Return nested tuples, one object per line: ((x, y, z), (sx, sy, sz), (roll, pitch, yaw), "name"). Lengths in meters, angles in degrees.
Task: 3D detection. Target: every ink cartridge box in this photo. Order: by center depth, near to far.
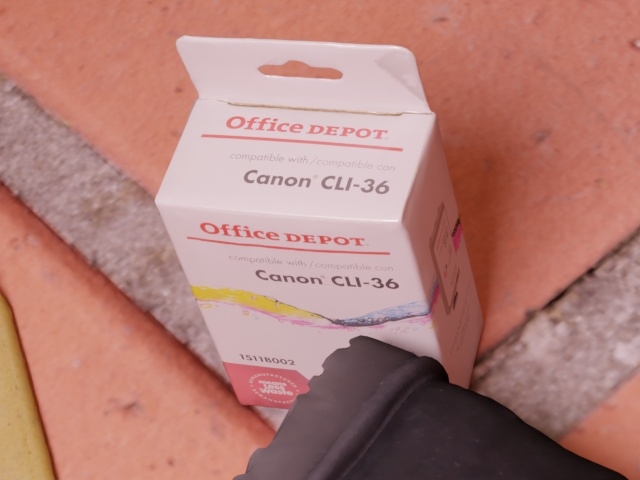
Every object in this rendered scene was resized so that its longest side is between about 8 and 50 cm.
((0.000, 0.000, 0.780), (0.115, 0.198, 0.067), (4, 52, 19), "ink cartridge box")

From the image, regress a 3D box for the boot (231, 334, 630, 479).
((0.122, 0.245, 0.592), (0.445, 0.146, 0.367), (21, 61, 25), "boot")

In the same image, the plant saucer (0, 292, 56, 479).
((-0.254, 0.094, 0.731), (0.081, 0.332, 0.333), (-41, 45, 18), "plant saucer")
